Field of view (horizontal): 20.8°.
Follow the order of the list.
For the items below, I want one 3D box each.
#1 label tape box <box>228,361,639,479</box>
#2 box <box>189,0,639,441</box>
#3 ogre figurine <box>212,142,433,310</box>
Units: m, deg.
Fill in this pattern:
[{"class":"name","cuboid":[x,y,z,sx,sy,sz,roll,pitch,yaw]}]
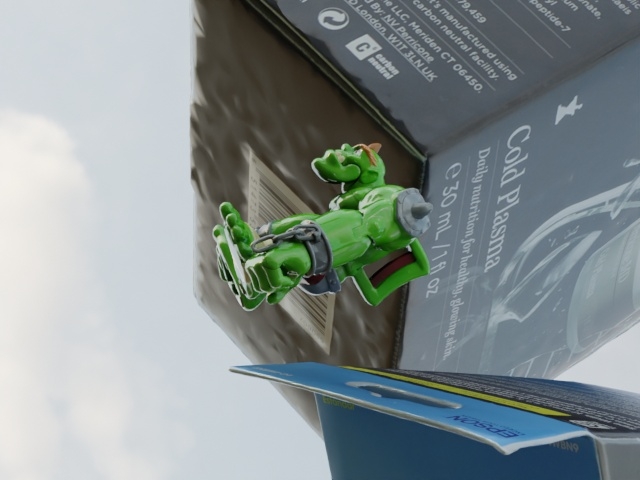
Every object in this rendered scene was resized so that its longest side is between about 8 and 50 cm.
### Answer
[{"class":"label tape box","cuboid":[0.142,0.154,1.126,0.249,0.347,0.115,9,-87,48]},{"class":"box","cuboid":[0.155,-0.105,1.532,0.297,0.471,0.480,45,-28,27]},{"class":"ogre figurine","cuboid":[0.000,0.000,1.074,0.197,0.118,0.097,99,-30,-71]}]
